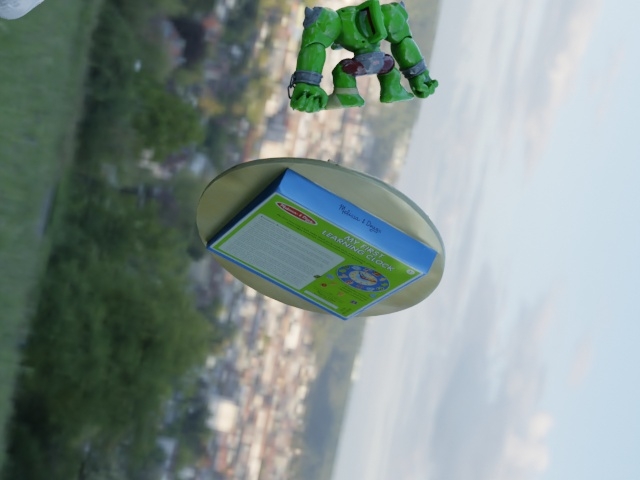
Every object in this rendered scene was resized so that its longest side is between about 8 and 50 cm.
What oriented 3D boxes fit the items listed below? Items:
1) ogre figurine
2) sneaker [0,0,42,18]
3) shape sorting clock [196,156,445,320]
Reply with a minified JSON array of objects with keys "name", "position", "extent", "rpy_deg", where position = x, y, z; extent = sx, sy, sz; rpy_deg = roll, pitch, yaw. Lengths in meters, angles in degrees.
[{"name":"ogre figurine","position":[0.048,-0.212,1.335],"extent":[0.097,0.197,0.118],"rpy_deg":[-160,-117,-74]},{"name":"sneaker","position":[-0.219,-0.365,1.341],"extent":[0.366,0.137,0.210],"rpy_deg":[-53,143,-6]},{"name":"shape sorting clock","position":[0.000,0.000,0.950],"extent":[0.206,0.206,0.040],"rpy_deg":[98,8,-59]}]
